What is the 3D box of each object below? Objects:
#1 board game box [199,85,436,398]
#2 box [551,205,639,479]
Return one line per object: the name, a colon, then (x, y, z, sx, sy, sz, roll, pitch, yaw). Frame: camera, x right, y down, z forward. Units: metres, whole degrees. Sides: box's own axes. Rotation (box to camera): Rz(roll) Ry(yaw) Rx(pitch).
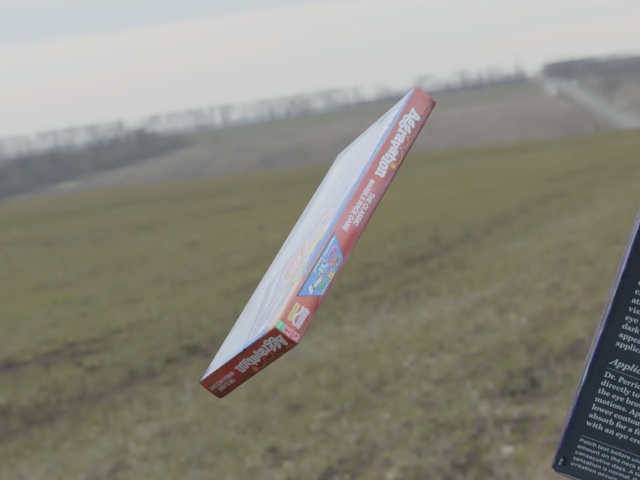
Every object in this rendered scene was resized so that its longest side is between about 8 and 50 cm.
board game box: (0.000, 0.000, 1.478, 0.145, 0.027, 0.281, -41, 15, 54)
box: (0.223, 0.034, 1.015, 0.108, 0.207, 0.153, 19, 30, 9)
